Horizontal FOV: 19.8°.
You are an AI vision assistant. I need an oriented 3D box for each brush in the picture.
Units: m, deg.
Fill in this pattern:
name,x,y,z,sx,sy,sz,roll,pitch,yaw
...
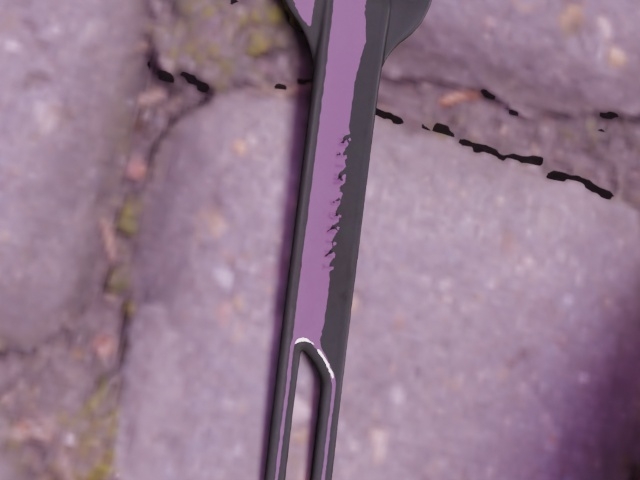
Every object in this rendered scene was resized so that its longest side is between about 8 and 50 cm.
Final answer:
name,x,y,z,sx,sy,sz,roll,pitch,yaw
brush,0.000,0.000,0.686,0.062,0.027,0.266,10,80,-14
